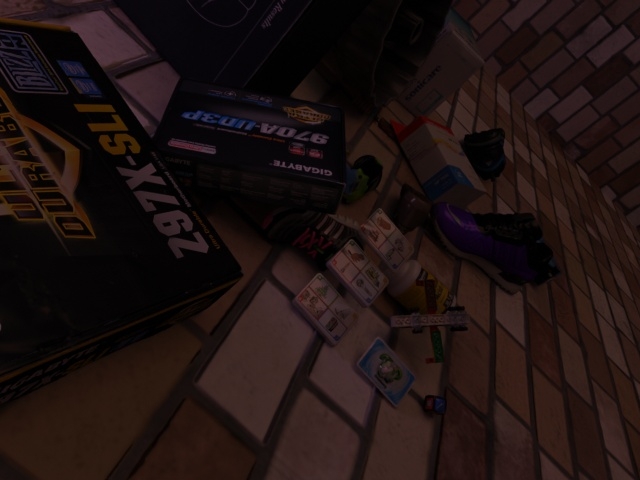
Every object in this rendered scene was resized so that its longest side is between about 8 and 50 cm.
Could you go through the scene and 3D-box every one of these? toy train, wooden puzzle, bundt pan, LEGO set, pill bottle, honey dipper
[{"bbox_3d":[0.493,0.019,1.305,0.105,0.080,0.184,7,50,-55],"label":"toy train"},{"bbox_3d":[0.150,-0.250,1.241,0.083,0.006,0.049,42,32,-11],"label":"wooden puzzle"},{"bbox_3d":[0.143,-0.444,1.118,0.124,0.330,0.331,33,28,15],"label":"bundt pan"},{"bbox_3d":[0.095,0.106,0.722,0.244,0.060,0.182,48,61,-7],"label":"LEGO set"},{"bbox_3d":[0.138,0.069,0.820,0.116,0.065,0.065,40,32,-12],"label":"pill bottle"},{"bbox_3d":[0.048,-0.337,1.192,0.160,0.030,0.030,46,31,3],"label":"honey dipper"}]

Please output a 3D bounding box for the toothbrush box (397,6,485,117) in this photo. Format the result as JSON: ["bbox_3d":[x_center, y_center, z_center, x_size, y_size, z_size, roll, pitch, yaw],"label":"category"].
[{"bbox_3d":[0.297,-0.490,1.487,0.126,0.216,0.295,35,33,-20],"label":"toothbrush box"}]

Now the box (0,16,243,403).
[{"bbox_3d":[-0.246,-0.048,0.461,0.322,0.079,0.257,54,30,9],"label":"box"}]

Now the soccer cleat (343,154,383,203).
[{"bbox_3d":[0.082,-0.116,0.944,0.060,0.072,0.179,47,31,-3],"label":"soccer cleat"}]

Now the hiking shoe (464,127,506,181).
[{"bbox_3d":[0.460,-0.240,1.553,0.304,0.113,0.132,-30,110,-65],"label":"hiking shoe"}]

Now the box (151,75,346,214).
[{"bbox_3d":[-0.081,-0.121,0.683,0.220,0.051,0.175,10,42,-7],"label":"box"}]

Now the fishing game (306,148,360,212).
[{"bbox_3d":[-0.030,-0.116,0.773,0.189,0.041,0.264,23,28,6],"label":"fishing game"}]

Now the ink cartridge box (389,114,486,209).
[{"bbox_3d":[0.257,-0.188,1.229,0.134,0.078,0.231,7,52,-48],"label":"ink cartridge box"}]

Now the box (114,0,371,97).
[{"bbox_3d":[-0.140,-0.429,0.801,0.395,0.293,0.212,49,31,1],"label":"box"}]

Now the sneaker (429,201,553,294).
[{"bbox_3d":[0.346,-0.016,1.093,0.293,0.146,0.102,31,35,-27],"label":"sneaker"}]

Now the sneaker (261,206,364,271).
[{"bbox_3d":[0.000,0.000,0.725,0.170,0.063,0.074,14,44,-45],"label":"sneaker"}]

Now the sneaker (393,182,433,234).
[{"bbox_3d":[0.155,-0.055,0.988,0.066,0.071,0.188,36,12,5],"label":"sneaker"}]

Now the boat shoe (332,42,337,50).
[{"bbox_3d":[0.079,-0.509,1.202,0.091,0.114,0.302,33,-16,14],"label":"boat shoe"}]
